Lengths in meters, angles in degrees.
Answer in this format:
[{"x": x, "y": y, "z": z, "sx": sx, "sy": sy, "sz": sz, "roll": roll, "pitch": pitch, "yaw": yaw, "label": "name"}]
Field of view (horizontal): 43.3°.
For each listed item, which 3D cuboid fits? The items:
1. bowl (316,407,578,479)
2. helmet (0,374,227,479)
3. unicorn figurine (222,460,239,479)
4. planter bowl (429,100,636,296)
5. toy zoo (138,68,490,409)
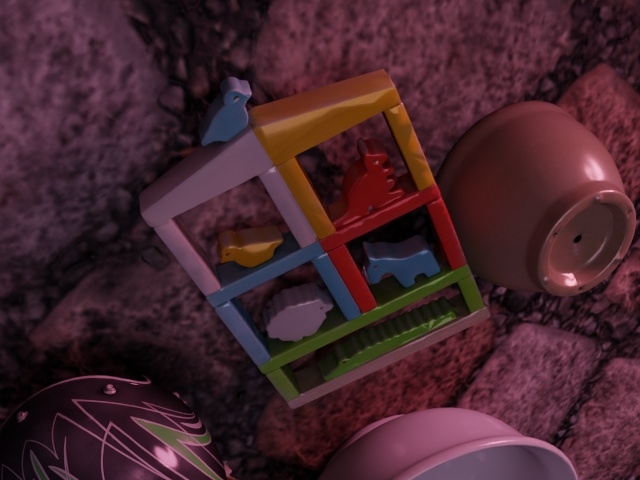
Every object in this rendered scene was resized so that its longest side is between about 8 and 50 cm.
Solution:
[{"x": 0.089, "y": 0.265, "z": 0.779, "sx": 0.298, "sy": 0.134, "sz": 0.298, "roll": -14, "pitch": 125, "yaw": -20, "label": "bowl"}, {"x": -0.147, "y": 0.179, "z": 0.574, "sx": 0.169, "sy": 0.169, "sz": 0.161, "roll": -39, "pitch": 172, "yaw": -2, "label": "helmet"}, {"x": -0.130, "y": 0.242, "z": 0.702, "sx": 0.111, "sy": 0.060, "sz": 0.162, "roll": -15, "pitch": 141, "yaw": -20, "label": "unicorn figurine"}, {"x": 0.188, "y": -0.021, "z": 0.670, "sx": 0.162, "sy": 0.109, "sz": 0.162, "roll": -14, "pitch": 125, "yaw": -21, "label": "planter bowl"}, {"x": 0.000, "y": 0.000, "z": 0.605, "sx": 0.192, "sy": 0.030, "sz": 0.293, "roll": -26, "pitch": 130, "yaw": 4, "label": "toy zoo"}]
